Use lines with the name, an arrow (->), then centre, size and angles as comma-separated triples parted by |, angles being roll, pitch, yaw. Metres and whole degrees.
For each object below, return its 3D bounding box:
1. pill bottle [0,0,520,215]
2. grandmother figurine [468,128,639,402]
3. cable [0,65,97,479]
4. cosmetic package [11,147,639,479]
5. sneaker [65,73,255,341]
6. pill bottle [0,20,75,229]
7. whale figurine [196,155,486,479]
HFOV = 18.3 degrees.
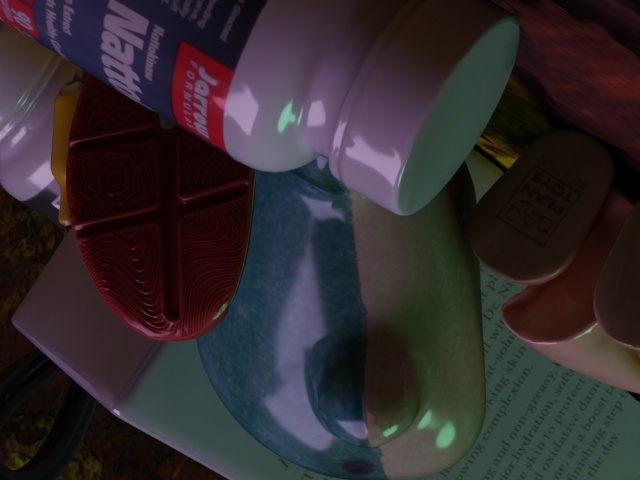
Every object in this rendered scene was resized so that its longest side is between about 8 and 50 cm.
pill bottle -> -0.025, -0.087, 0.714 | 0.180, 0.108, 0.108 | 31, 176, 17
grandmother figurine -> 0.178, 0.056, 1.004 | 0.208, 0.104, 0.342 | 40, 179, 33
cable -> -0.135, 0.029, 1.224 | 0.139, 0.287, 0.072 | 29, 163, -36
cosmetic package -> 0.069, 0.082, 1.208 | 0.453, 0.230, 0.161 | 36, 176, -34
sneaker -> -0.057, -0.055, 0.877 | 0.087, 0.221, 0.128 | -9, 164, 13
pill bottle -> -0.136, -0.068, 1.470 | 0.283, 0.161, 0.161 | 34, 176, -19
whale figurine -> 0.000, 0.000, 0.923 | 0.141, 0.216, 0.272 | -5, 145, 8
